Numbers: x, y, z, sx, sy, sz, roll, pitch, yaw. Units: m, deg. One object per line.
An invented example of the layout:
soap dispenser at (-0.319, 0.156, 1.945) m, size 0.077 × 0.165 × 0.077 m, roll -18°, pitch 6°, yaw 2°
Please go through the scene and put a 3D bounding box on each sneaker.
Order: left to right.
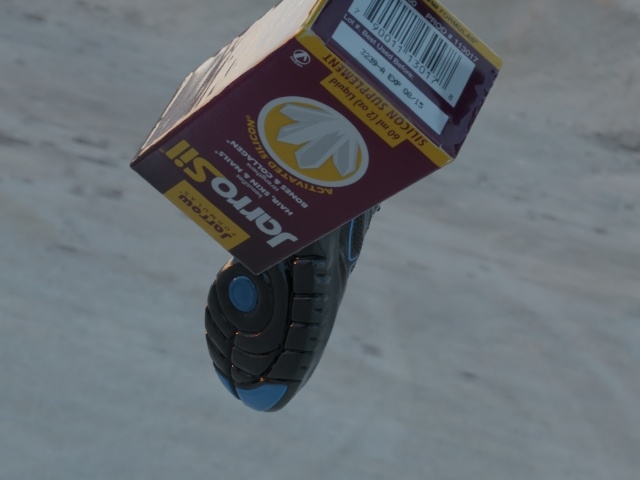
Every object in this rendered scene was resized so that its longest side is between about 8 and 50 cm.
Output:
sneaker at (0.000, 0.000, 1.461) m, size 0.125 × 0.341 × 0.139 m, roll 32°, pitch 27°, yaw 27°

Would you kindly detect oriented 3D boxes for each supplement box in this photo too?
supplement box at (-0.007, -0.067, 0.893) m, size 0.104 × 0.081 × 0.188 m, roll 41°, pitch -38°, yaw -15°
